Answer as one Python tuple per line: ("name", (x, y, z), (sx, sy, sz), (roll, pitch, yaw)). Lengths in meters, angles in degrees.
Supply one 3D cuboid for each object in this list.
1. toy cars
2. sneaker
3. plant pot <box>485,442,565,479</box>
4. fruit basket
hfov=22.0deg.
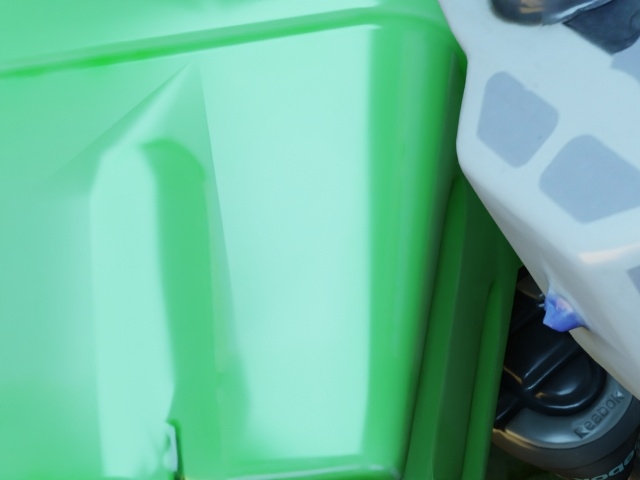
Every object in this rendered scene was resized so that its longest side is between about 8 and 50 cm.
("toy cars", (0.010, -0.079, 0.385), (0.393, 0.087, 0.176), (51, 177, 15))
("sneaker", (0.056, 0.024, 0.801), (0.267, 0.101, 0.106), (50, 179, 33))
("plant pot", (0.057, 0.164, 0.985), (0.276, 0.276, 0.254), (51, -162, 5))
("fruit basket", (-0.112, -0.059, 0.610), (0.392, 0.392, 0.283), (50, 176, 26))
